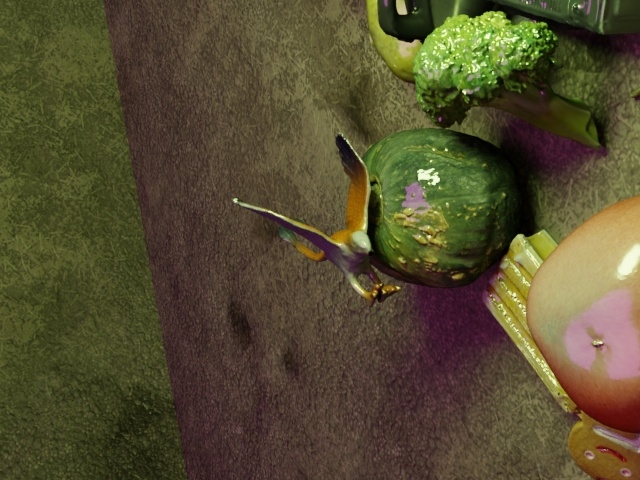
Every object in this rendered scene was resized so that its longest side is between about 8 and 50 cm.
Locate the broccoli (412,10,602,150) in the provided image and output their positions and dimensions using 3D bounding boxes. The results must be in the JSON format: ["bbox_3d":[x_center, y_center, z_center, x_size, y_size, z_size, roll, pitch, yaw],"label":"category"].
[{"bbox_3d":[0.290,-0.272,1.770,0.254,0.302,0.186,66,-152,-66],"label":"broccoli"}]

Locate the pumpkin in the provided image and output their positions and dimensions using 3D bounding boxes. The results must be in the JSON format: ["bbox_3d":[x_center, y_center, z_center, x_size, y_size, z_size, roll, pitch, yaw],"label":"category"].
[{"bbox_3d":[0.202,-0.054,2.014,0.328,0.257,0.291,-153,62,-63],"label":"pumpkin"}]

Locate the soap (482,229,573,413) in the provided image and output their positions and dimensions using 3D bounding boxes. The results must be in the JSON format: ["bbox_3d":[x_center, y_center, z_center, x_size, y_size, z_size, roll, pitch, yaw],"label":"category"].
[{"bbox_3d":[0.397,0.134,1.909,0.274,0.089,0.173,57,142,33],"label":"soap"}]

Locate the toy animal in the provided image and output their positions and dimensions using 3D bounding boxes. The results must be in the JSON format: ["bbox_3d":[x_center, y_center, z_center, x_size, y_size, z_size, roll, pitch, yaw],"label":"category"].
[{"bbox_3d":[0.014,0.016,2.004,0.302,0.225,0.284,51,164,22],"label":"toy animal"}]

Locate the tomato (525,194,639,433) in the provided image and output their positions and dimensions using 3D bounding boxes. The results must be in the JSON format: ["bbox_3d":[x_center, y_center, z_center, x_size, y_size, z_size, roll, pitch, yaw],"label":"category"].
[{"bbox_3d":[0.458,0.100,1.597,0.341,0.273,0.341,11,103,54],"label":"tomato"}]

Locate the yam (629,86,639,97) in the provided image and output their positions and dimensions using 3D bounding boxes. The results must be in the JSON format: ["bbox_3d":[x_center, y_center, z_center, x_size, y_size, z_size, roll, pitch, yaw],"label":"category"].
[{"bbox_3d":[0.499,-0.236,1.699,0.107,0.014,0.014,-33,70,58],"label":"yam"}]

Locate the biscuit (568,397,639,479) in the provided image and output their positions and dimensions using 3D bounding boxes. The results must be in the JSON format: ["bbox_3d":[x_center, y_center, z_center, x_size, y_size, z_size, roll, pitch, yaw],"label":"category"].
[{"bbox_3d":[0.473,0.308,1.810,0.184,0.035,0.249,26,132,19],"label":"biscuit"}]

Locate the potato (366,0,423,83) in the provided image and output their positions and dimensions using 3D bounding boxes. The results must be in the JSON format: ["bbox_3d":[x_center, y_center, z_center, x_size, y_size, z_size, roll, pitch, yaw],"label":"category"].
[{"bbox_3d":[0.174,-0.408,2.064,0.197,0.148,0.228,-40,72,20],"label":"potato"}]

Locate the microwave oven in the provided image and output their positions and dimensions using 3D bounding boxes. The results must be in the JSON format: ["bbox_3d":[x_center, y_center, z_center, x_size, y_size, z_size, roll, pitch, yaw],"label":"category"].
[{"bbox_3d":[0.376,-0.436,1.683,0.295,0.181,0.237,34,126,51],"label":"microwave oven"}]

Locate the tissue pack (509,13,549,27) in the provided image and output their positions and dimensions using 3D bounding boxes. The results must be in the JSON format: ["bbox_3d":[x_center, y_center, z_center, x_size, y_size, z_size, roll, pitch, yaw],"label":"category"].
[{"bbox_3d":[0.346,-0.368,1.898,0.063,0.035,0.083,-25,78,59],"label":"tissue pack"}]

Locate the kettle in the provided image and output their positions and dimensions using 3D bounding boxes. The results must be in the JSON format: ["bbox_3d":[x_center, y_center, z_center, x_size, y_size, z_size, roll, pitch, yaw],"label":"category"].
[{"bbox_3d":[0.219,-0.437,1.873,0.207,0.251,0.271,10,107,12],"label":"kettle"}]
